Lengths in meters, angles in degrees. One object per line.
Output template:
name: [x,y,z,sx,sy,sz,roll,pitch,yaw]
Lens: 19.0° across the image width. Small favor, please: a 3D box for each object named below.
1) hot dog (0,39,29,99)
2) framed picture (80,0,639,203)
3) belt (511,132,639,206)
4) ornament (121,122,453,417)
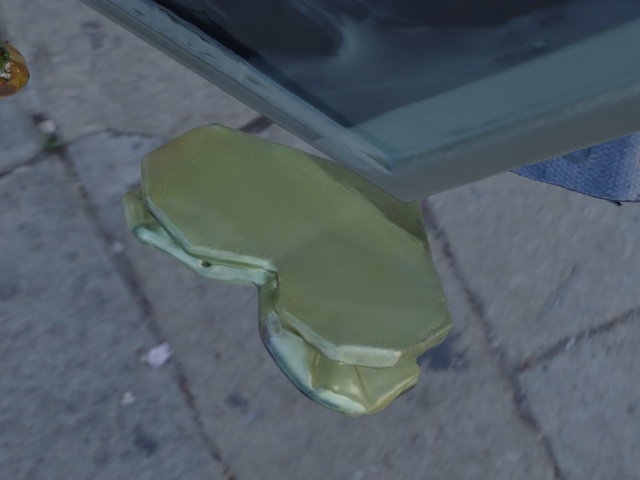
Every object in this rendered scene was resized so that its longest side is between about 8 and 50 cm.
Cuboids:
hot dog: [-0.182,-0.070,0.902,0.122,0.049,0.037,-18,96,43]
framed picture: [0.016,-0.132,0.624,0.326,0.446,0.028,31,70,-20]
belt: [0.223,-0.111,1.766,0.230,0.139,0.126,22,121,26]
ornament: [0.000,0.000,1.126,0.201,0.180,0.059,41,133,17]
